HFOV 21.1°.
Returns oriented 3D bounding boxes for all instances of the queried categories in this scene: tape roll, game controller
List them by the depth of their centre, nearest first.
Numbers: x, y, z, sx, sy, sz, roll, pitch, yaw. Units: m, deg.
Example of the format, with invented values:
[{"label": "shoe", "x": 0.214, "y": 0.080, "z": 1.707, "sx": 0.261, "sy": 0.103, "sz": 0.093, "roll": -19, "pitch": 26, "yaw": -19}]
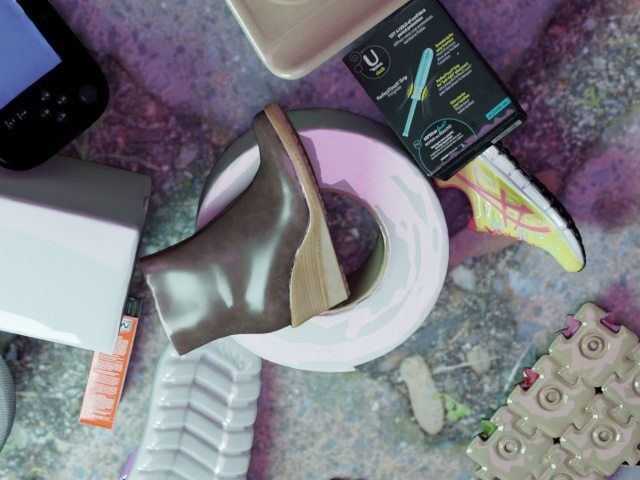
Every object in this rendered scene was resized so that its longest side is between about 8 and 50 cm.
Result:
[{"label": "game controller", "x": -0.366, "y": -0.227, "z": 1.808, "sx": 0.319, "sy": 0.166, "sz": 0.067, "roll": 52, "pitch": 141, "yaw": -9}, {"label": "tape roll", "x": 0.000, "y": 0.000, "z": 1.922, "sx": 0.286, "sy": 0.100, "sz": 0.286, "roll": -1, "pitch": 108, "yaw": -2}]

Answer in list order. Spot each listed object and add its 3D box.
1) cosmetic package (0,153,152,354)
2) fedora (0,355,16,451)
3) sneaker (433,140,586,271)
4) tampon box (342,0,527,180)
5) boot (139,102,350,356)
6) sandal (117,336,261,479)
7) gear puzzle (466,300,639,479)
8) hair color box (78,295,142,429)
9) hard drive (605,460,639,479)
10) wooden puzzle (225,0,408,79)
[{"label": "cosmetic package", "x": -0.383, "y": -0.018, "z": 1.846, "sx": 0.385, "sy": 0.217, "sz": 0.156, "roll": 15, "pitch": 107, "yaw": -4}, {"label": "fedora", "x": -0.474, "y": 0.154, "z": 1.943, "sx": 0.275, "sy": 0.124, "sz": 0.244, "roll": 37, "pitch": 106, "yaw": -21}, {"label": "sneaker", "x": 0.213, "y": -0.033, "z": 1.933, "sx": 0.208, "sy": 0.081, "sz": 0.094, "roll": 45, "pitch": 102, "yaw": -3}, {"label": "tampon box", "x": 0.124, "y": -0.163, "z": 1.844, "sx": 0.120, "sy": 0.101, "sz": 0.161, "roll": -37, "pitch": 80, "yaw": 9}, {"label": "boot", "x": -0.094, "y": -0.006, "z": 1.816, "sx": 0.207, "sy": 0.090, "sz": 0.248, "roll": -16, "pitch": 112, "yaw": 1}, {"label": "sandal", "x": -0.171, "y": 0.286, "z": 2.018, "sx": 0.169, "sy": 0.102, "sz": 0.416, "roll": 20, "pitch": 94, "yaw": -23}, {"label": "gear puzzle", "x": 0.278, "y": 0.239, "z": 2.040, "sx": 0.175, "sy": 0.044, "sz": 0.339, "roll": 36, "pitch": 104, "yaw": -7}, {"label": "hair color box", "x": -0.241, "y": 0.137, "z": 1.974, "sx": 0.043, "sy": 0.072, "sz": 0.141, "roll": 13, "pitch": 106, "yaw": -6}, {"label": "hard drive", "x": 0.380, "y": 0.330, "z": 2.082, "sx": 0.094, "sy": 0.022, "sz": 0.135, "roll": 4, "pitch": 108, "yaw": -3}, {"label": "wooden puzzle", "x": -0.007, "y": -0.391, "z": 1.758, "sx": 0.322, "sy": 0.080, "sz": 0.348, "roll": -37, "pitch": 114, "yaw": -9}]
